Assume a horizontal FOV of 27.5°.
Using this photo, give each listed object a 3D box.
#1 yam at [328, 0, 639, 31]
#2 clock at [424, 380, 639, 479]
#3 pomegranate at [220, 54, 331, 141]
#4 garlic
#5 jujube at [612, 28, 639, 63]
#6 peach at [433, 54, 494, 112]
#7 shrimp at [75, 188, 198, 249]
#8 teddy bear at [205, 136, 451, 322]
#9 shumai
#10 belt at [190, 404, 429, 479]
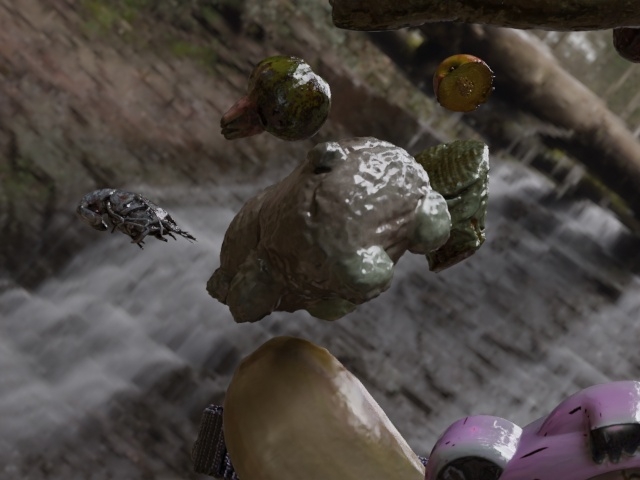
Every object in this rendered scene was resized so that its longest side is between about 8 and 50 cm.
[{"bbox_3d":[0.131,-0.166,0.865,0.252,0.061,0.061,-1,-14,-5],"label":"yam"},{"bbox_3d":[0.194,0.194,0.781,0.247,0.090,0.228,-6,-78,18],"label":"clock"},{"bbox_3d":[-0.066,-0.205,1.891,0.138,0.163,0.126,-122,-148,-48],"label":"pomegranate"},{"bbox_3d":[0.054,0.229,1.304,0.338,0.151,0.196,39,20,-7],"label":"garlic"},{"bbox_3d":[0.437,-0.295,1.762,0.077,0.077,0.129,35,-26,18],"label":"jujube"},{"bbox_3d":[0.213,-0.243,1.972,0.098,0.098,0.061,56,9,-47],"label":"peach"},{"bbox_3d":[-0.234,-0.025,1.672,0.165,0.065,0.056,22,-26,16],"label":"shrimp"},{"bbox_3d":[0.000,-0.001,1.246,0.151,0.236,0.267,54,-31,2],"label":"teddy bear"},{"bbox_3d":[0.190,-0.045,1.840,0.184,0.184,0.142,19,-32,54],"label":"shumai"},{"bbox_3d":[-0.005,0.290,1.685,0.324,0.122,0.260,15,-10,-12],"label":"belt"}]
